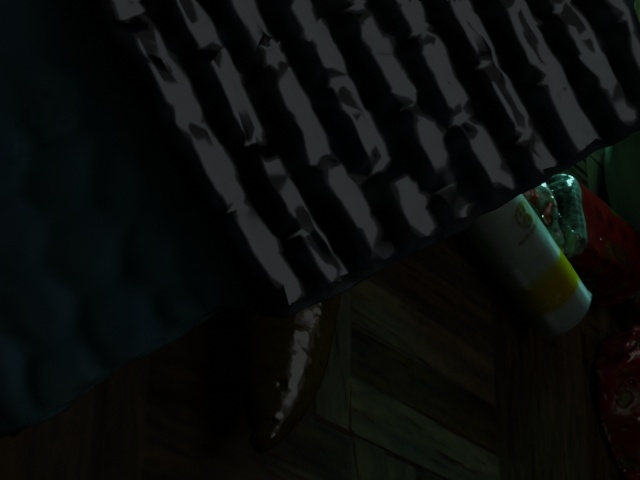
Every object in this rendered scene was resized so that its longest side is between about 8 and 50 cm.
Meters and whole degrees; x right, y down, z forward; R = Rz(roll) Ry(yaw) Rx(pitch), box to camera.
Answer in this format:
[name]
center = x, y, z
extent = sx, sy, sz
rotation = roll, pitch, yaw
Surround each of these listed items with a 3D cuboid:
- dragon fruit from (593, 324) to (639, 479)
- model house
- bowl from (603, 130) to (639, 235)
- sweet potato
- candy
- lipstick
[dragon fruit]
center = 0.326, 0.144, 1.391
extent = 0.153, 0.111, 0.153
rotation = 29, 55, -52
[model house]
center = -0.041, -0.160, 0.689
extent = 0.360, 0.339, 0.297
rotation = 64, 20, -4
[bowl]
center = 0.384, -0.046, 1.508
extent = 0.307, 0.163, 0.307
rotation = 40, 40, -44
[sweet potato]
center = 0.000, -0.008, 0.995
extent = 0.346, 0.079, 0.108
rotation = -57, 146, -54
[candy]
center = 0.233, 0.005, 1.360
extent = 0.292, 0.059, 0.086
rotation = 31, 49, -49
[lipstick]
center = 0.128, -0.030, 1.212
extent = 0.264, 0.059, 0.059
rotation = 51, 37, -30
